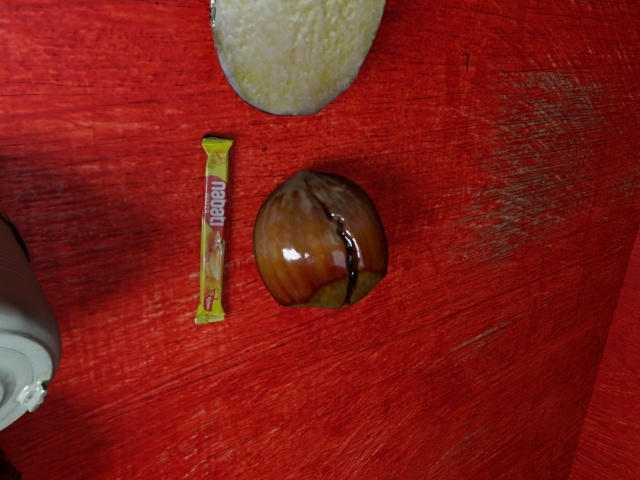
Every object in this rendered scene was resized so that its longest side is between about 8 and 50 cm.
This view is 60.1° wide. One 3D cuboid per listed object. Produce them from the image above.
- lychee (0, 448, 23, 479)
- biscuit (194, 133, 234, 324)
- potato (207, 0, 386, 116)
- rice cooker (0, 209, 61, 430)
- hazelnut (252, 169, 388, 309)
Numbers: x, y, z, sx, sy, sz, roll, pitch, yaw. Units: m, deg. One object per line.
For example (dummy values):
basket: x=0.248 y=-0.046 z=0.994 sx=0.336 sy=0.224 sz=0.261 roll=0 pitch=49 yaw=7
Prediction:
lychee: x=-0.442 y=0.330 z=0.554 sx=0.275 sy=0.276 sz=0.304 roll=-57 pitch=155 yaw=-6
biscuit: x=-0.158 y=-0.010 z=0.816 sx=0.048 sy=0.026 sz=0.291 roll=-1 pitch=110 yaw=-20
potato: x=-0.043 y=-0.319 z=0.720 sx=0.239 sy=0.116 sz=0.299 roll=-7 pitch=125 yaw=-31
rice cooker: x=-0.380 y=0.071 z=0.515 sx=0.226 sy=0.244 sz=0.226 roll=-31 pitch=154 yaw=-17
hazelnut: x=0.002 y=0.000 z=0.855 sx=0.212 sy=0.181 sz=0.180 roll=-17 pitch=139 yaw=-24
